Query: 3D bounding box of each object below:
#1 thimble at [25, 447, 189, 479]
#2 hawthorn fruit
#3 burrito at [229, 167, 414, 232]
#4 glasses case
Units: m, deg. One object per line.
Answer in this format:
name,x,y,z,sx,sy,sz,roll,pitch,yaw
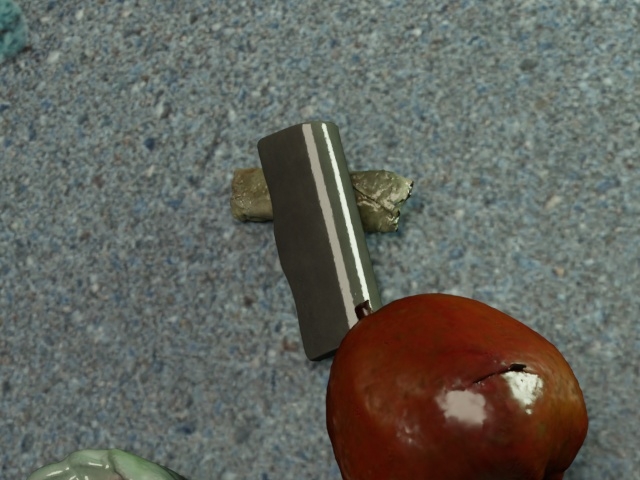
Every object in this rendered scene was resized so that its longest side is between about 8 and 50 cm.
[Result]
thimble,-0.156,0.268,0.944,0.185,0.149,0.211,30,79,25
hawthorn fruit,0.086,0.117,0.918,0.185,0.185,0.202,-39,57,-2
burrito,-0.002,-0.036,1.094,0.171,0.042,0.051,6,78,22
glasses case,-0.001,-0.001,1.048,0.072,0.042,0.191,-20,77,28
